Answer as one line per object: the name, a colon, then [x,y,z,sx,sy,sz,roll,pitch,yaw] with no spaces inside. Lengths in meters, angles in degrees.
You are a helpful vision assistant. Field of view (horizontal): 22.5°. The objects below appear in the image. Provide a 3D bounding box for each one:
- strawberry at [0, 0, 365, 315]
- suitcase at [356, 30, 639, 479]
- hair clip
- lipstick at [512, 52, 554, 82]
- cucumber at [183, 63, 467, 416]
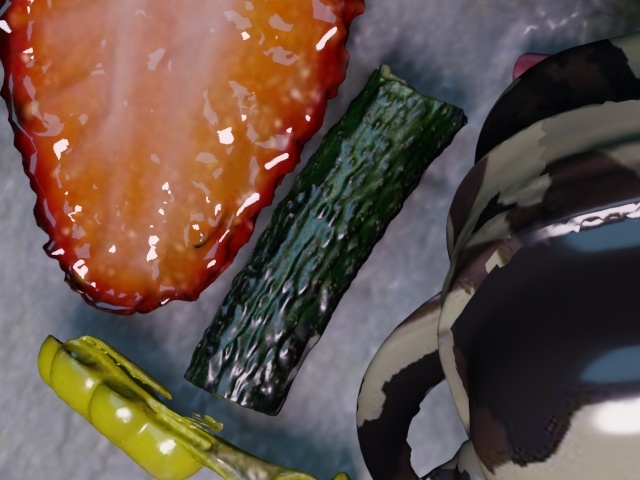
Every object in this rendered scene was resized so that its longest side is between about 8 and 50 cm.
strawberry: [-0.070,-0.080,0.833,0.190,0.111,0.236,11,94,13]
suitcase: [0.172,0.090,0.514,0.339,0.351,0.194,-11,44,15]
hair clip: [-0.065,0.094,0.765,0.173,0.072,0.046,28,77,19]
lipstick: [0.200,-0.063,0.744,0.234,0.053,0.053,8,70,25]
cucumber: [-0.001,0.000,0.786,0.058,0.058,0.187,27,78,29]
